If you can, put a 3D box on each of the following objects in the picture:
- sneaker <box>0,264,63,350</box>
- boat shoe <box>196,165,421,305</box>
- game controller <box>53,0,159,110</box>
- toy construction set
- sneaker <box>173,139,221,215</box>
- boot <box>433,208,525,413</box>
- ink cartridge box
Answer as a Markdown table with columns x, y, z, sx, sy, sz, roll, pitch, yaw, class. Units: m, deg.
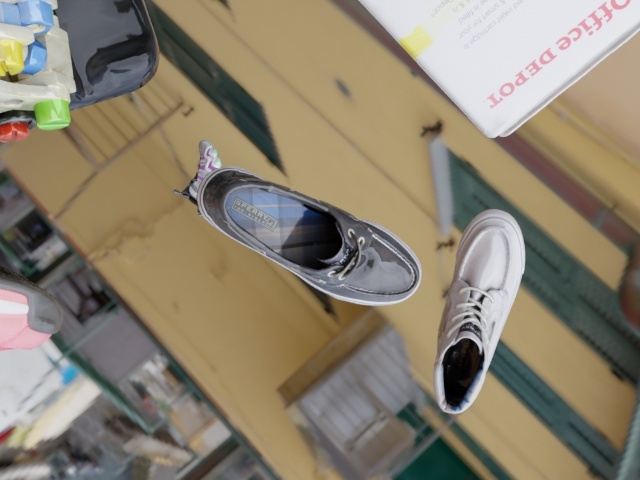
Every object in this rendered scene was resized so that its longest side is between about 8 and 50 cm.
| x | y | z | sx | sy | sz | roll | pitch | yaw | class |
| --- | --- | --- | --- | --- | --- | --- | --- | --- | --- |
| -0.301 | 0.060 | 0.692 | 0.314 | 0.116 | 0.136 | 6 | 103 | -45 | sneaker |
| 0.000 | 0.000 | 1.055 | 0.228 | 0.076 | 0.080 | 30 | 90 | -21 | boat shoe |
| -0.290 | -0.302 | 1.293 | 0.166 | 0.319 | 0.067 | -20 | -176 | -28 | game controller |
| -0.355 | -0.147 | 1.042 | 0.215 | 0.328 | 0.151 | 18 | 75 | -73 | toy construction set |
| -0.158 | -0.078 | 1.536 | 0.069 | 0.098 | 0.038 | -18 | 165 | -13 | sneaker |
| 0.203 | 0.096 | 1.537 | 0.123 | 0.095 | 0.258 | -63 | 163 | -70 | boot |
| 0.189 | -0.359 | 1.469 | 0.279 | 0.160 | 0.385 | -38 | 113 | 18 | ink cartridge box |
